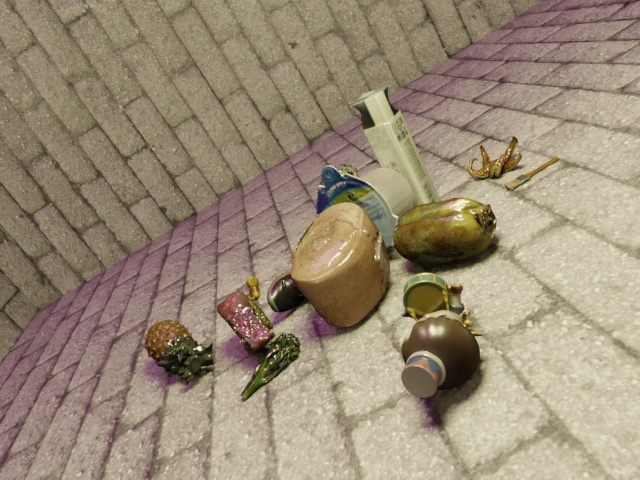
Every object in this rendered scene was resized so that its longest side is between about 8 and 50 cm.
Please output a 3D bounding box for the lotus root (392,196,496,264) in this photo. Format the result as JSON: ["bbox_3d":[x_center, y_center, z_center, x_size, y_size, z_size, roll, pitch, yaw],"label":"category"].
[{"bbox_3d":[0.305,-0.015,1.405,0.274,0.160,0.152,-10,54,46],"label":"lotus root"}]

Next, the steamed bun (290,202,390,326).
[{"bbox_3d":[0.081,0.054,1.424,0.199,0.252,0.301,-15,36,35],"label":"steamed bun"}]

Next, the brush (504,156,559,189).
[{"bbox_3d":[0.603,-0.192,1.578,0.169,0.014,0.043,-31,22,1],"label":"brush"}]

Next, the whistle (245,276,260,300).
[{"bbox_3d":[-0.236,0.171,1.899,0.057,0.046,0.109,-17,27,-2],"label":"whistle"}]

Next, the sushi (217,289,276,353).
[{"bbox_3d":[-0.208,0.219,1.533,0.107,0.161,0.241,-40,3,-12],"label":"sushi"}]

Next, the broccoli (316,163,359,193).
[{"bbox_3d":[0.115,-0.150,2.052,0.198,0.177,0.275,-6,40,-30],"label":"broccoli"}]

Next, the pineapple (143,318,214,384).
[{"bbox_3d":[-0.417,0.333,1.677,0.170,0.141,0.310,-15,18,-33],"label":"pineapple"}]

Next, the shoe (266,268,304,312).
[{"bbox_3d":[-0.029,0.119,1.642,0.291,0.114,0.137,-41,28,-30],"label":"shoe"}]

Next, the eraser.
[{"bbox_3d":[0.234,-0.259,1.686,0.096,0.404,0.098,-11,28,41],"label":"eraser"}]

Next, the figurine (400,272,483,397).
[{"bbox_3d":[0.221,0.186,1.064,0.161,0.158,0.276,-34,19,20],"label":"figurine"}]

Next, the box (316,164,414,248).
[{"bbox_3d":[0.139,-0.118,1.642,0.262,0.291,0.206,-32,2,44],"label":"box"}]

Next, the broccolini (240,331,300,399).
[{"bbox_3d":[-0.130,0.313,1.404,0.091,0.068,0.203,25,57,32],"label":"broccolini"}]

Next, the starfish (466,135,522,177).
[{"bbox_3d":[0.547,-0.250,1.698,0.146,0.074,0.189,-44,24,-25],"label":"starfish"}]
